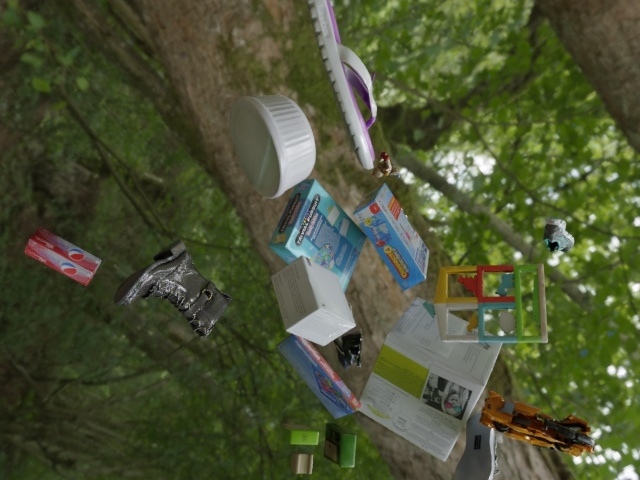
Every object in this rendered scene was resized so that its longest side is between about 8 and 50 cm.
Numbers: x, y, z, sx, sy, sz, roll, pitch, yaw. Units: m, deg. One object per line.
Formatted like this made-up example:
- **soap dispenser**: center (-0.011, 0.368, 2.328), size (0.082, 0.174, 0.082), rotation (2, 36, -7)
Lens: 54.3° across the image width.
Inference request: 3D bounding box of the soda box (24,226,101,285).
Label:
- **soda box**: center (-0.993, 0.061, 2.406), size (0.092, 0.263, 0.083), rotation (-50, -164, 35)

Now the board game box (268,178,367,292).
- **board game box**: center (0.000, 0.000, 2.038), size (0.079, 0.336, 0.253), rotation (1, -121, 40)

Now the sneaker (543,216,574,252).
- **sneaker**: center (0.637, 0.002, 1.690), size (0.065, 0.166, 0.076), rotation (11, -110, 42)

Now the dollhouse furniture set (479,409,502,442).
- **dollhouse furniture set**: center (0.584, 0.617, 2.088), size (0.091, 0.081, 0.114), rotation (119, -14, -53)

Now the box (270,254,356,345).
- **box**: center (-0.020, 0.166, 1.702), size (0.119, 0.181, 0.182), rotation (-35, 141, 20)

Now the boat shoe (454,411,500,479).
- **boat shoe**: center (0.472, 0.660, 1.853), size (0.113, 0.105, 0.306), rotation (-16, -154, 24)

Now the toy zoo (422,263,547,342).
- **toy zoo**: center (0.400, 0.156, 1.536), size (0.293, 0.192, 0.030), rotation (-2, 163, 18)

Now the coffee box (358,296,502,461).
- **coffee box**: center (0.372, 0.456, 2.112), size (0.338, 0.338, 0.334), rotation (-32, 145, -59)

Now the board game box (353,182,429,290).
- **board game box**: center (0.246, -0.022, 2.098), size (0.086, 0.302, 0.308), rotation (-32, -174, 18)

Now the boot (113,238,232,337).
- **boot**: center (-0.339, 0.142, 1.495), size (0.091, 0.229, 0.263), rotation (-21, -162, 41)

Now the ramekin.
- **ramekin**: center (-0.122, -0.256, 1.642), size (0.127, 0.272, 0.273), rotation (-22, 180, -26)

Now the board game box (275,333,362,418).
- **board game box**: center (-0.008, 0.391, 1.812), size (0.027, 0.281, 0.145), rotation (-38, 177, -34)

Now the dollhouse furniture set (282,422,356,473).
- **dollhouse furniture set**: center (-0.028, 0.653, 1.673), size (0.198, 0.301, 0.151), rotation (7, 171, -17)

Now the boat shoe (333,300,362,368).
- **boat shoe**: center (0.078, 0.353, 2.387), size (0.127, 0.158, 0.340), rotation (-6, -159, -7)

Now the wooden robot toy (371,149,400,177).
- **wooden robot toy**: center (0.199, -0.247, 2.075), size (0.079, 0.076, 0.173), rotation (-32, -143, 5)

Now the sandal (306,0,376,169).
- **sandal**: center (0.068, -0.358, 1.352), size (0.102, 0.416, 0.169), rotation (-18, -169, 5)

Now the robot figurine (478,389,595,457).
- **robot figurine**: center (0.571, 0.486, 1.639), size (0.211, 0.291, 0.085), rotation (73, 35, -61)
